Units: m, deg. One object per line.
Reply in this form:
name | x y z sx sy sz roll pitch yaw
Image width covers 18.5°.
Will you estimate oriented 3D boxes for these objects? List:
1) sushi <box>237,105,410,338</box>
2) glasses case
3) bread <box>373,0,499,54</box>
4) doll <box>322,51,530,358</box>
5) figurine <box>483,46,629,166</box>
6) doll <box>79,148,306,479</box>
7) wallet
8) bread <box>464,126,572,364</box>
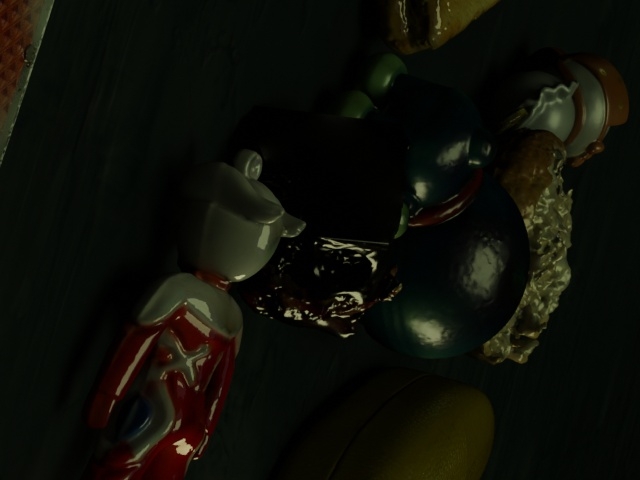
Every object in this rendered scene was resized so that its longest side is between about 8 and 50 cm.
sushi | 0.000 0.000 1.722 0.172 0.153 0.150 -110 -146 -45
glasses case | 0.075 0.243 2.036 0.371 0.141 0.173 -33 131 -59
bread | 0.121 -0.262 1.939 0.211 0.083 0.114 -41 133 -54
doll | 0.104 -0.013 1.913 0.198 0.186 0.322 -56 146 -40
figurine | 0.269 -0.144 2.287 0.271 0.143 0.143 -43 140 -55
doll | -0.120 0.106 1.587 0.384 0.099 0.188 -67 157 -6
wallet | -0.217 -0.136 1.310 0.103 0.020 0.196 34 71 -66
bread | 0.191 0.003 2.161 0.274 0.149 0.274 12 90 -71
